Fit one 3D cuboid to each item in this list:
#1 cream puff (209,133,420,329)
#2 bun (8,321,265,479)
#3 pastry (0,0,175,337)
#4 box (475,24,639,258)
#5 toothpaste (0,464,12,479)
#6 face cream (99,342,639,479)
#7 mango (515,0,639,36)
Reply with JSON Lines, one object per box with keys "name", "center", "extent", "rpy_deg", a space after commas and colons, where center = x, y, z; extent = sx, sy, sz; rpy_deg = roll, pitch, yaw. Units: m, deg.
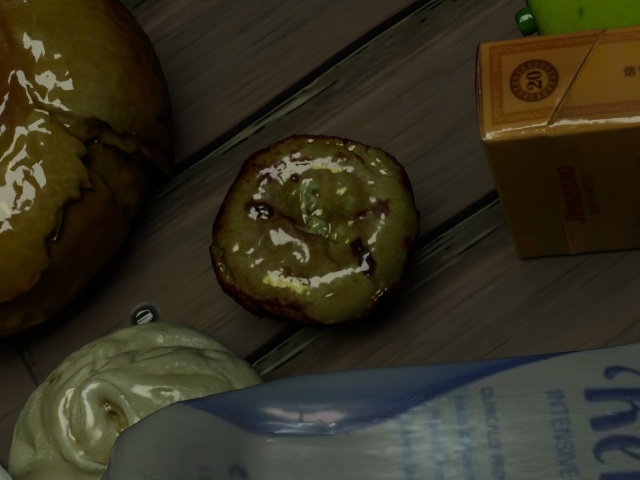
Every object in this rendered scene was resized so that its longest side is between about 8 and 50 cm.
{"name": "cream puff", "center": [0.000, 0.000, 1.221], "extent": [0.149, 0.084, 0.149], "rpy_deg": [-5, 66, 10]}
{"name": "bun", "center": [-0.122, 0.124, 1.181], "extent": [0.183, 0.102, 0.183], "rpy_deg": [-6, 60, 10]}
{"name": "pastry", "center": [-0.283, -0.076, 1.298], "extent": [0.356, 0.164, 0.356], "rpy_deg": [-4, 68, 10]}
{"name": "box", "center": [0.247, -0.067, 1.135], "extent": [0.274, 0.174, 0.076], "rpy_deg": [-5, 62, 13]}
{"name": "toothpaste", "center": [-0.271, 0.138, 1.257], "extent": [0.052, 0.033, 0.218], "rpy_deg": [-43, 66, -10]}
{"name": "face cream", "center": [0.050, 0.171, 1.024], "extent": [0.420, 0.137, 0.235], "rpy_deg": [-4, 55, -2]}
{"name": "mango", "center": [0.292, -0.217, 1.203], "extent": [0.343, 0.156, 0.192], "rpy_deg": [-34, 33, -11]}
